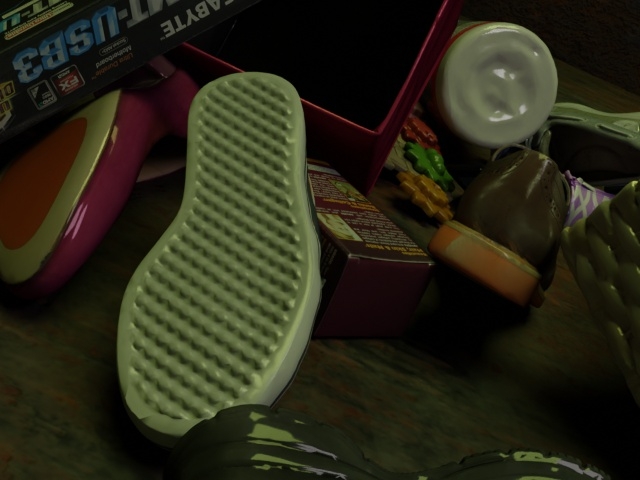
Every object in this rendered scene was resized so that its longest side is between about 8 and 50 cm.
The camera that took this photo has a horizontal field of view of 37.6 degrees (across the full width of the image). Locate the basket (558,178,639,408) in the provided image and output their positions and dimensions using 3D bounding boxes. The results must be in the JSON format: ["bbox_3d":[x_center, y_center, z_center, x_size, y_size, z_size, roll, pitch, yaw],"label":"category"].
[{"bbox_3d":[0.419,0.056,0.707,0.266,0.328,0.331,-2,62,-37],"label":"basket"}]

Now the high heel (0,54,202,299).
[{"bbox_3d":[-0.154,-0.049,0.788,0.181,0.127,0.377,53,26,-32],"label":"high heel"}]

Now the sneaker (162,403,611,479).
[{"bbox_3d":[0.057,0.178,0.492,0.286,0.109,0.130,9,31,-11],"label":"sneaker"}]

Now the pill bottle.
[{"bbox_3d":[0.214,-0.245,1.431,0.176,0.176,0.318,18,9,-16],"label":"pill bottle"}]

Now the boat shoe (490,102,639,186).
[{"bbox_3d":[0.367,-0.129,1.347,0.103,0.118,0.320,-24,23,-38],"label":"boat shoe"}]

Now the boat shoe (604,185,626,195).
[{"bbox_3d":[0.482,-0.098,1.449,0.109,0.089,0.258,16,6,1],"label":"boat shoe"}]

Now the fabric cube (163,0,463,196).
[{"bbox_3d":[0.002,-0.235,1.009,0.254,0.259,0.258,26,-8,7],"label":"fabric cube"}]

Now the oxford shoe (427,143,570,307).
[{"bbox_3d":[0.196,-0.017,0.930,0.130,0.132,0.364,31,5,7],"label":"oxford shoe"}]

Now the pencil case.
[{"bbox_3d":[0.396,-0.034,1.297,0.206,0.088,0.086,15,26,-24],"label":"pencil case"}]

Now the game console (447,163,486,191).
[{"bbox_3d":[0.224,-0.048,1.202,0.107,0.071,0.122,3,-12,23],"label":"game console"}]

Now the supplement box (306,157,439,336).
[{"bbox_3d":[0.000,0.000,0.833,0.104,0.081,0.188,6,28,-39],"label":"supplement box"}]

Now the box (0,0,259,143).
[{"bbox_3d":[-0.233,-0.203,0.800,0.295,0.073,0.293,-34,40,-13],"label":"box"}]

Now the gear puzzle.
[{"bbox_3d":[0.107,-0.137,1.217,0.175,0.044,0.339,30,27,-27],"label":"gear puzzle"}]

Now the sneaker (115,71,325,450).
[{"bbox_3d":[-0.057,0.026,0.669,0.126,0.127,0.321,4,47,5],"label":"sneaker"}]
